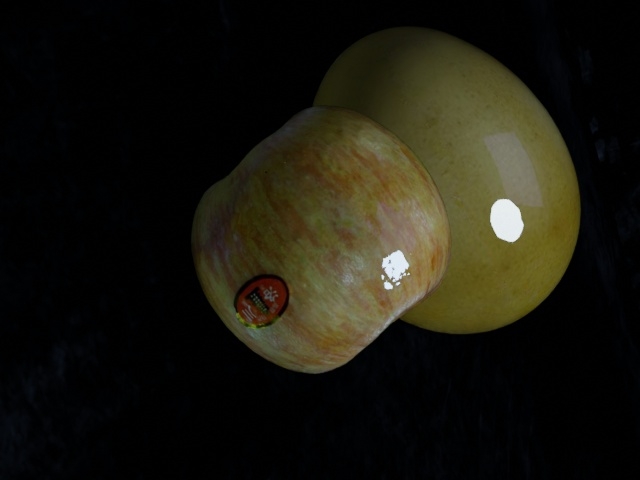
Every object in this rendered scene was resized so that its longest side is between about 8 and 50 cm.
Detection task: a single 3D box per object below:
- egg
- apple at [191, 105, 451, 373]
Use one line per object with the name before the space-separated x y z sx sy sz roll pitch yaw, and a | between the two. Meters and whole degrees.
egg | 0.118 -0.059 1.526 0.322 0.250 0.250 62 25 -19
apple | 0.000 0.000 1.267 0.188 0.211 0.211 48 23 2
